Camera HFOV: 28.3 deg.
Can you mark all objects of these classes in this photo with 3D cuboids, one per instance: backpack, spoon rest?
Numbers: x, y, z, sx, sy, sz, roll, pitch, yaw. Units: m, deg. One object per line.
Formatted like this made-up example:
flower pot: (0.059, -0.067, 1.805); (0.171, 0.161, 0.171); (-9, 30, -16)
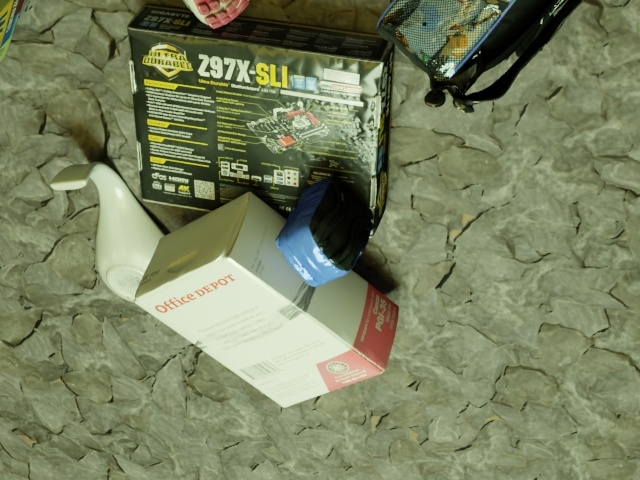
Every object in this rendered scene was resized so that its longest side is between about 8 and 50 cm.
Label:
backpack: (0.192, -0.299, 1.299); (0.213, 0.276, 0.263); (48, 122, -1)
backpack: (0.000, 0.000, 1.549); (0.101, 0.120, 0.098); (-32, 112, 33)
spoon rest: (-0.277, -0.011, 1.767); (0.137, 0.084, 0.276); (-4, 136, 22)

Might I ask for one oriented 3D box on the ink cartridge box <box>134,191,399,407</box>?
ink cartridge box: (-0.069, 0.084, 1.675); (0.283, 0.117, 0.207); (39, 139, -26)

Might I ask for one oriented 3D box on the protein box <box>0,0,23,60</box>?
protein box: (-0.504, -0.272, 1.556); (0.201, 0.200, 0.136); (29, 135, -4)

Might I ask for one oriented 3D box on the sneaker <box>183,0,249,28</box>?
sneaker: (-0.168, -0.382, 1.444); (0.112, 0.121, 0.299); (10, 134, 49)

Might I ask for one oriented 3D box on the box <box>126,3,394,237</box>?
box: (-0.074, -0.148, 1.590); (0.322, 0.079, 0.257); (9, 125, 12)
